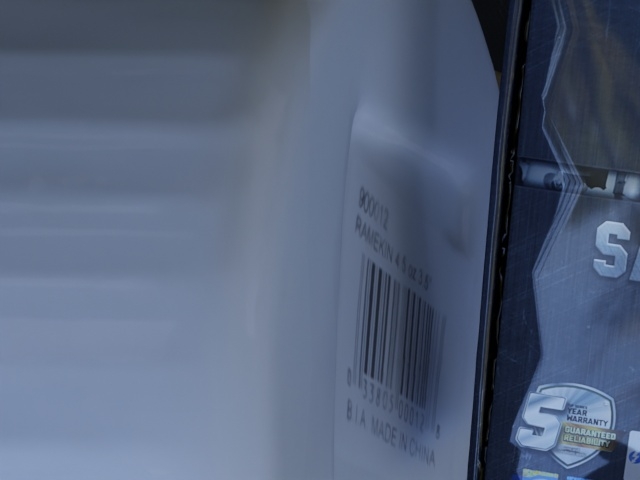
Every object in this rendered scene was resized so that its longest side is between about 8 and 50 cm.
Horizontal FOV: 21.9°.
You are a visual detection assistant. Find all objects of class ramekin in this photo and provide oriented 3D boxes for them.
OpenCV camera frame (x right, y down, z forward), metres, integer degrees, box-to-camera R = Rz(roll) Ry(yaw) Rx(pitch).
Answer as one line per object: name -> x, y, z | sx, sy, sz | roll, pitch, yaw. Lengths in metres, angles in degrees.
ramekin -> -0.033, 0.029, 0.480 | 0.135, 0.277, 0.277 | 1, -158, 21

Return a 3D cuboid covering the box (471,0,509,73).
box -> 0.156, -0.230, 0.987 | 0.257, 0.322, 0.079 | -3, 165, 33

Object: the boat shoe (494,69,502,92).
boat shoe -> 0.000, 0.000, 0.860 | 0.096, 0.277, 0.098 | 7, -124, -64

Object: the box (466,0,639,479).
box -> 0.161, 0.002, 0.433 | 0.233, 0.183, 0.059 | 8, -164, 11
